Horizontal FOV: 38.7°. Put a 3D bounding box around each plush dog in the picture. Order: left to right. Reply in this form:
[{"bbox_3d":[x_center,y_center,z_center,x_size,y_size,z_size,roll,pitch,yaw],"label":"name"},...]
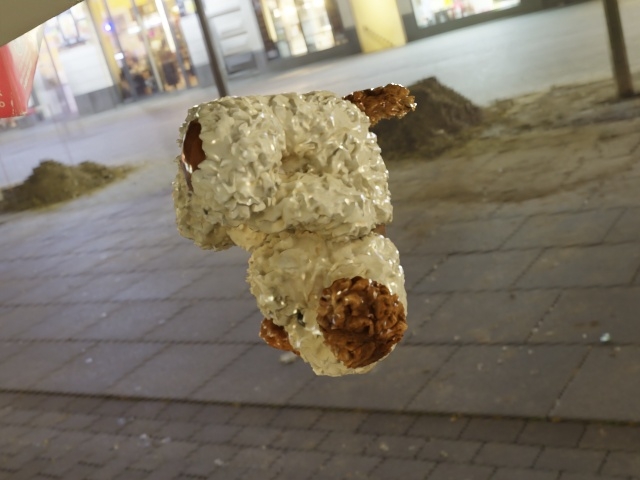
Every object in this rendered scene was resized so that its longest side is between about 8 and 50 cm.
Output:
[{"bbox_3d":[0.000,0.000,0.742,0.210,0.226,0.262,-15,-2,-13],"label":"plush dog"}]

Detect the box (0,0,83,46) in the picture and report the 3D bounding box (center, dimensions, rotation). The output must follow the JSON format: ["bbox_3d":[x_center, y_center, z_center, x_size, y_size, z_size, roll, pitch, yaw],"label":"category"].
[{"bbox_3d":[-0.179,-0.120,0.278,0.311,0.148,0.121,-25,-13,14],"label":"box"}]

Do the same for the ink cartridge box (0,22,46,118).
[{"bbox_3d":[-0.406,-0.343,0.908,0.160,0.385,0.279,-8,36,-4],"label":"ink cartridge box"}]
